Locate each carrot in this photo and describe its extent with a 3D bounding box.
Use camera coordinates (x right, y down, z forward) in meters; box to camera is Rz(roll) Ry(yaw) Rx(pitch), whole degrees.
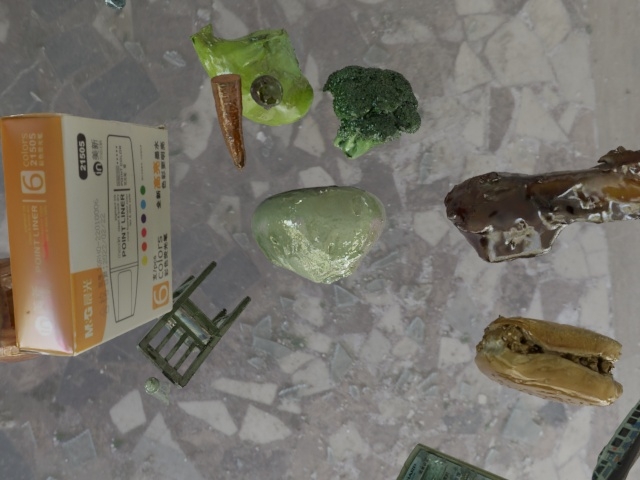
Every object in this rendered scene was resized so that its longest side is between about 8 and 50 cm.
[{"bbox_3d":[-0.181,-0.237,1.145,0.061,0.061,0.210,-18,130,-19],"label":"carrot"}]

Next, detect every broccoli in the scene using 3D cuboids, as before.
[{"bbox_3d":[0.136,-0.372,1.587,0.307,0.308,0.275,21,134,-21],"label":"broccoli"}]

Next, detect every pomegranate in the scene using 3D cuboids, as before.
[{"bbox_3d":[-0.121,-0.320,1.205,0.073,0.084,0.073,13,65,-29],"label":"pomegranate"}]

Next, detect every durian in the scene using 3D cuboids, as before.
[{"bbox_3d":[-0.165,-0.448,1.495,0.255,0.204,0.340,-31,114,-11],"label":"durian"}]

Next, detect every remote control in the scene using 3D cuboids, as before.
[{"bbox_3d":[0.194,0.336,0.691,0.038,0.233,0.098,51,62,-31],"label":"remote control"}]

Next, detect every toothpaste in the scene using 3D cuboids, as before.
[{"bbox_3d":[-0.323,0.300,1.110,0.029,0.197,0.048,1,69,-3],"label":"toothpaste"}]

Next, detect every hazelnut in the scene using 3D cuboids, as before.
[{"bbox_3d":[-0.406,0.088,0.754,0.150,0.150,0.151,-3,97,-21],"label":"hazelnut"}]

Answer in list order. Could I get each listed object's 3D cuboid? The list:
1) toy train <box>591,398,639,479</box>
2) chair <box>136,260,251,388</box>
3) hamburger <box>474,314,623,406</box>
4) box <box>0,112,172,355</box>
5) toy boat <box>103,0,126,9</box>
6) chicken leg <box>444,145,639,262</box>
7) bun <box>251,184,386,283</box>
[{"bbox_3d":[0.478,0.318,0.858,0.207,0.047,0.043,-38,114,-25],"label":"toy train"},{"bbox_3d":[-0.298,0.192,1.225,0.136,0.147,0.270,47,48,-14],"label":"chair"},{"bbox_3d":[0.248,0.131,0.607,0.147,0.138,0.083,15,80,6],"label":"hamburger"},{"bbox_3d":[-0.279,-0.015,0.698,0.091,0.220,0.274,3,100,15],"label":"box"},{"bbox_3d":[-0.392,-0.515,0.959,0.078,0.134,0.208,-18,93,13],"label":"toy boat"},{"bbox_3d":[0.184,-0.033,0.264,0.113,0.304,0.093,-30,100,-32],"label":"chicken leg"},{"bbox_3d":[0.000,0.000,1.168,0.292,0.293,0.188,3,81,-22],"label":"bun"}]
